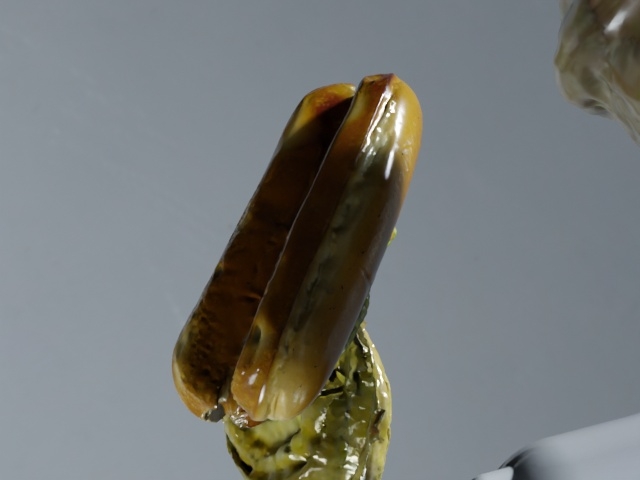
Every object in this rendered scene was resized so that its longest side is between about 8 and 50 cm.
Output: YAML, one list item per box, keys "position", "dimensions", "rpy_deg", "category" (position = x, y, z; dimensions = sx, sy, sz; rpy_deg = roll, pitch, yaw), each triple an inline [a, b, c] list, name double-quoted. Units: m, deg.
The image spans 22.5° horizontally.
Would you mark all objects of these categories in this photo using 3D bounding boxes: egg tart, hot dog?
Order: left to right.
- position: [-0.029, 0.180, 1.726]
  dimensions: [0.095, 0.279, 0.279]
  rpy_deg: [-4, 77, -39]
  category: "egg tart"
- position: [0.000, 0.000, 1.230]
  dimensions: [0.100, 0.135, 0.337]
  rpy_deg: [45, 52, -29]
  category: "hot dog"

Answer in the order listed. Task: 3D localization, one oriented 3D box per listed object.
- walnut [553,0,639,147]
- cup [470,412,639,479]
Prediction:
- position: [0.266, -0.163, 1.061]
  dimensions: [0.248, 0.248, 0.248]
  rpy_deg: [9, 71, -27]
  category: "walnut"
- position: [0.159, 0.190, 0.939]
  dimensions: [0.142, 0.173, 0.134]
  rpy_deg: [-12, 41, -9]
  category: "cup"
